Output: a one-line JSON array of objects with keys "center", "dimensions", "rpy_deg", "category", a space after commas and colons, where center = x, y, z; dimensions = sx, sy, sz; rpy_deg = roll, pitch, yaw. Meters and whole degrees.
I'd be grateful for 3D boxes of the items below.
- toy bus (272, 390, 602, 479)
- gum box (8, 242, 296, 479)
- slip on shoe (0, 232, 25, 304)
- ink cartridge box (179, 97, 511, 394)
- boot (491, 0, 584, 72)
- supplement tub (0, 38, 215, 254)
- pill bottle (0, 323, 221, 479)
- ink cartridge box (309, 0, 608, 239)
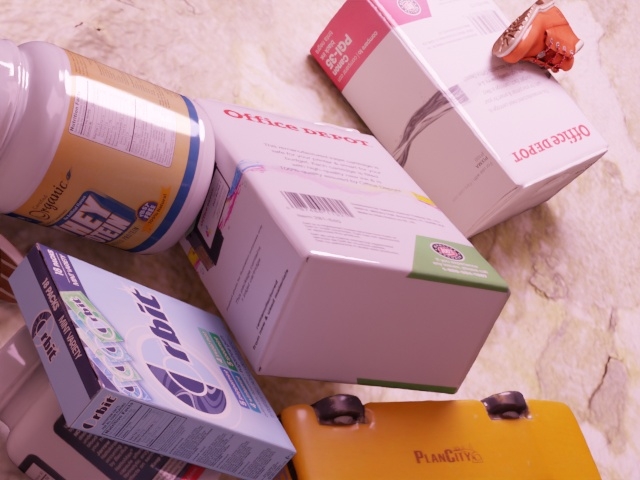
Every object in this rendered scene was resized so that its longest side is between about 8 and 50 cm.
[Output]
[{"center": [0.093, 0.203, 1.074], "dimensions": [0.333, 0.130, 0.108], "rpy_deg": [3, 56, -35], "category": "toy bus"}, {"center": [-0.120, 0.091, 0.915], "dimensions": [0.184, 0.041, 0.157], "rpy_deg": [28, 19, -43], "category": "gum box"}, {"center": [-0.280, -0.003, 1.025], "dimensions": [0.135, 0.051, 0.041], "rpy_deg": [35, 31, 1], "category": "slip on shoe"}, {"center": [0.000, 0.000, 1.105], "dimensions": [0.201, 0.117, 0.278], "rpy_deg": [9, 26, -31], "category": "ink cartridge box"}, {"center": [0.247, -0.218, 1.413], "dimensions": [0.084, 0.059, 0.158], "rpy_deg": [50, 37, 0], "category": "boot"}, {"center": [-0.204, -0.078, 1.052], "dimensions": [0.200, 0.144, 0.144], "rpy_deg": [19, 47, -35], "category": "supplement tub"}, {"center": [-0.167, 0.143, 0.942], "dimensions": [0.180, 0.108, 0.108], "rpy_deg": [41, 42, -3], "category": "pill bottle"}, {"center": [0.156, -0.158, 1.422], "dimensions": [0.207, 0.117, 0.283], "rpy_deg": [-22, 72, -47], "category": "ink cartridge box"}]
